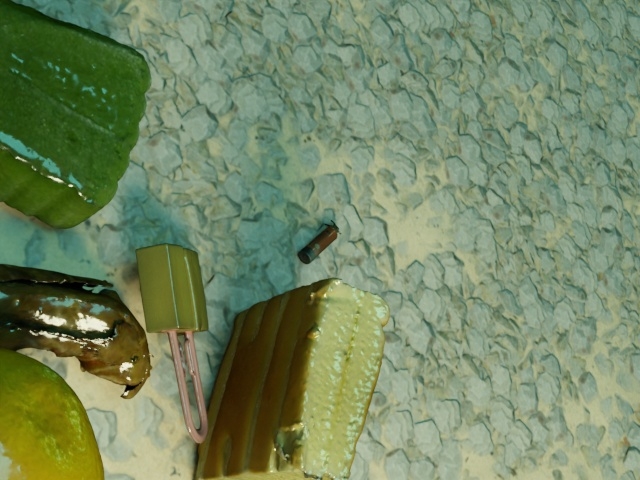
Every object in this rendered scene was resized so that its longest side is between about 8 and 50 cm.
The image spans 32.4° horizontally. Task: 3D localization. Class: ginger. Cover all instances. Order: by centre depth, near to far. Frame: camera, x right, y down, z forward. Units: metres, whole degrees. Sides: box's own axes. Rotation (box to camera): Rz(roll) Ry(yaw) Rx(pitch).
[{"bbox_3d":[-0.315,0.089,1.191,0.309,0.107,0.133,17,64,-36],"label":"ginger"}]

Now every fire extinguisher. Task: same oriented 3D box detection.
[{"bbox_3d":[0.000,0.000,1.514,0.028,0.022,0.083,36,51,14],"label":"fire extinguisher"}]

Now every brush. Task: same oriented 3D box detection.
[{"bbox_3d":[-0.165,0.124,1.304,0.103,0.047,0.234,21,59,-74],"label":"brush"}]

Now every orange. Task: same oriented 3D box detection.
[{"bbox_3d":[-0.332,0.239,1.026,0.235,0.279,0.279,31,47,25],"label":"orange"}]

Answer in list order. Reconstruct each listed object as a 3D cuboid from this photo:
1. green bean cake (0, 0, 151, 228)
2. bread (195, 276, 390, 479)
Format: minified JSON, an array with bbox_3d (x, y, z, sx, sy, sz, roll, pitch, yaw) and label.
[{"bbox_3d":[-0.331,-0.154,1.247,0.248,0.125,0.222,30,58,-30],"label":"green bean cake"},{"bbox_3d":[-0.036,0.182,1.292,0.111,0.239,0.246,26,64,-24],"label":"bread"}]
